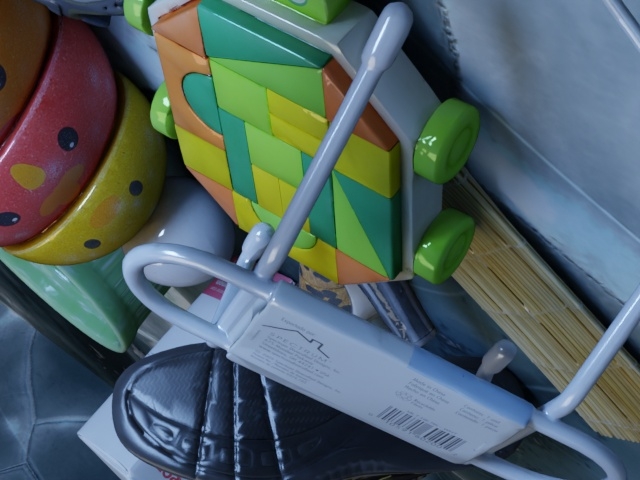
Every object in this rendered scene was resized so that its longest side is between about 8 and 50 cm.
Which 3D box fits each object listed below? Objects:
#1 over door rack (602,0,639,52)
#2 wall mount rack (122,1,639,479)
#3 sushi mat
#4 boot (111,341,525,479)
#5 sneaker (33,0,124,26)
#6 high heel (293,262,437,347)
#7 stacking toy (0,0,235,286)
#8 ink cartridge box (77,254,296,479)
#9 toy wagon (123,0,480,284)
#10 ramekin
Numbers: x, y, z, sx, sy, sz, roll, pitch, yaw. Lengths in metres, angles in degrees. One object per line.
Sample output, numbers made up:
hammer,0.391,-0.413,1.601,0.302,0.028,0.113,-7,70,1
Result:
over door rack,0.188,-0.092,0.417,0.324,0.108,0.239,64,161,-1
wall mount rack,0.067,0.026,0.783,0.350,0.130,0.304,26,152,-7
sushi mat,0.165,0.051,0.991,0.316,0.019,0.151,46,161,-15
boot,-0.008,0.184,1.265,0.378,0.138,0.284,-2,167,-5
sneaker,-0.161,-0.230,0.912,0.121,0.111,0.300,30,168,-19
high heel,0.000,0.000,1.143,0.186,0.093,0.261,60,162,-14
stacking toy,-0.265,-0.094,1.234,0.480,0.350,0.351,30,171,-34
ink cartridge box,-0.110,0.192,1.462,0.117,0.283,0.207,23,155,44
toy wagon,-0.020,-0.103,0.866,0.267,0.068,0.344,29,153,22
ramekin,-0.316,-0.010,1.638,0.303,0.148,0.303,37,162,15
